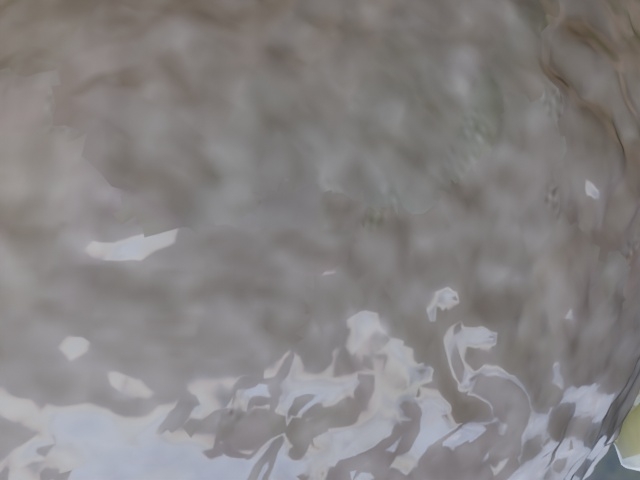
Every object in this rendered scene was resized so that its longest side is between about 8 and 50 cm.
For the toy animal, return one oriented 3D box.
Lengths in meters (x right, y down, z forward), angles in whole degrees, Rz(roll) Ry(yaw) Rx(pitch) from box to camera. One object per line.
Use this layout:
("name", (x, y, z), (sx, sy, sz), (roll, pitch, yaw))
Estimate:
("toy animal", (-0.004, 0.004, 0.513), (0.188, 0.226, 0.358), (5, -146, 41))
